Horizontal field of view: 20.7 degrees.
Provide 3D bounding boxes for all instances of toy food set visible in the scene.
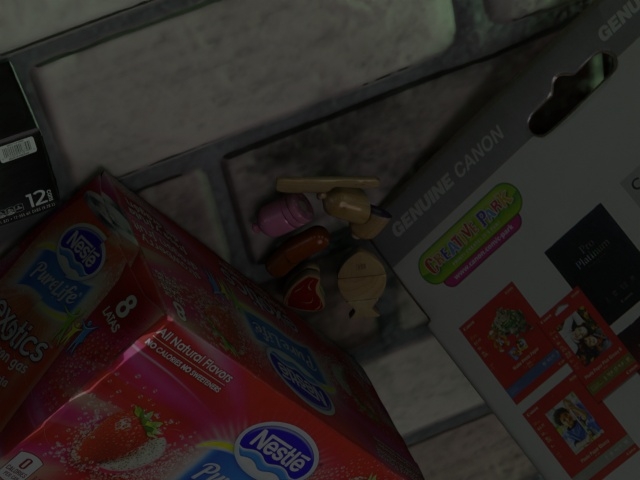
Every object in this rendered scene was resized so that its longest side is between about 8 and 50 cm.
[{"bbox_3d":[0.000,0.000,0.979,0.078,0.019,0.122,0,140,-5],"label":"toy food set"}]

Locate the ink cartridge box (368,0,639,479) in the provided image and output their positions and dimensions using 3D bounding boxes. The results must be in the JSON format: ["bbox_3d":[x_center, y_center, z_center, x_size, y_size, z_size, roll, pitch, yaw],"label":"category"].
[{"bbox_3d":[0.224,-0.004,0.960,0.309,0.272,0.130,-43,166,25],"label":"ink cartridge box"}]

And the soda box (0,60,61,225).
[{"bbox_3d":[-0.213,-0.024,0.825,0.169,0.060,0.053,-20,137,-11],"label":"soda box"}]

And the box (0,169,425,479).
[{"bbox_3d":[-0.069,0.094,0.961,0.128,0.123,0.257,-40,135,10],"label":"box"}]
